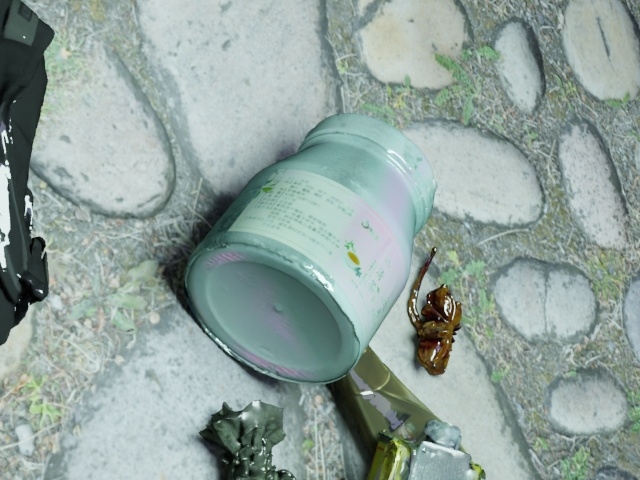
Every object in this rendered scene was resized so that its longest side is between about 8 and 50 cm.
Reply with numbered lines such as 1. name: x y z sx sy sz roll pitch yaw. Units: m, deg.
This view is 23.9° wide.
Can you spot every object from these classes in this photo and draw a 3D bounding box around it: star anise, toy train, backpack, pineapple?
1. star anise: 0.161 0.095 2.113 0.097 0.070 0.191 52 43 -48
2. toy train: 0.109 0.347 1.863 0.134 0.177 0.261 18 85 -10
3. backpack: -0.438 -0.100 1.582 0.363 0.254 0.446 26 57 -37
4. pineapple: -0.062 0.302 1.840 0.237 0.111 0.119 59 19 1

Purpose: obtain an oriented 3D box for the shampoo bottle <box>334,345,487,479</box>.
1. shampoo bottle: 0.127 0.283 2.005 0.125 0.084 0.350 -43 102 -35

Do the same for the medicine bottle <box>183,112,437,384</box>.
1. medicine bottle: 0.000 0.000 1.901 0.245 0.245 0.290 47 49 -16
